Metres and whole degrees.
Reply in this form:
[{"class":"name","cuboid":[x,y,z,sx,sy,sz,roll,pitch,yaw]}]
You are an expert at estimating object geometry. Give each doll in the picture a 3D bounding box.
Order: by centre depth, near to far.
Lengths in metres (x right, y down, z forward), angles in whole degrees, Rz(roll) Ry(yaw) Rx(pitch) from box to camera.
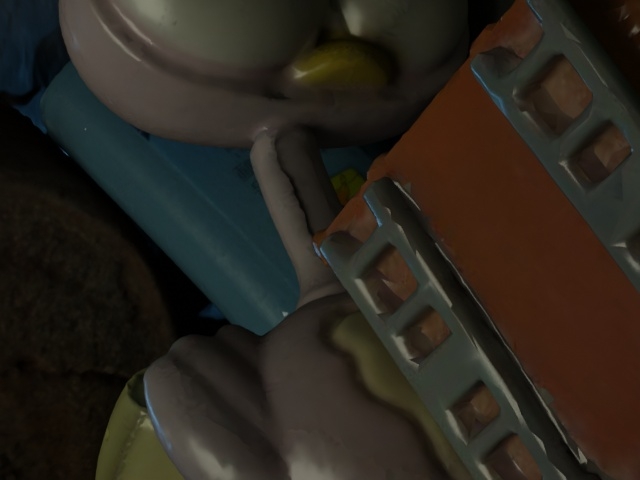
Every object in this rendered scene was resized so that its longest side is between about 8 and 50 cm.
[{"class":"doll","cuboid":[0.005,-0.008,0.561,0.094,0.160,0.365,120,142,-52]}]

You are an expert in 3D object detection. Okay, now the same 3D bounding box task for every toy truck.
[{"class":"toy truck","cuboid":[0.176,0.091,0.417,0.387,0.207,0.173,56,135,17]}]

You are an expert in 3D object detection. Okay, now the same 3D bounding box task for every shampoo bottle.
[{"class":"shampoo bottle","cuboid":[0.000,0.000,0.656,0.258,0.104,0.061,45,162,27]}]

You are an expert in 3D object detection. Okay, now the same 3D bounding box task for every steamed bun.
[{"class":"steamed bun","cuboid":[-0.176,0.054,0.790,0.251,0.199,0.301,40,134,50]}]

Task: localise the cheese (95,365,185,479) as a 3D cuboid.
[{"class":"cheese","cuboid":[-0.062,0.147,0.737,0.255,0.127,0.050,-59,19,29]}]
